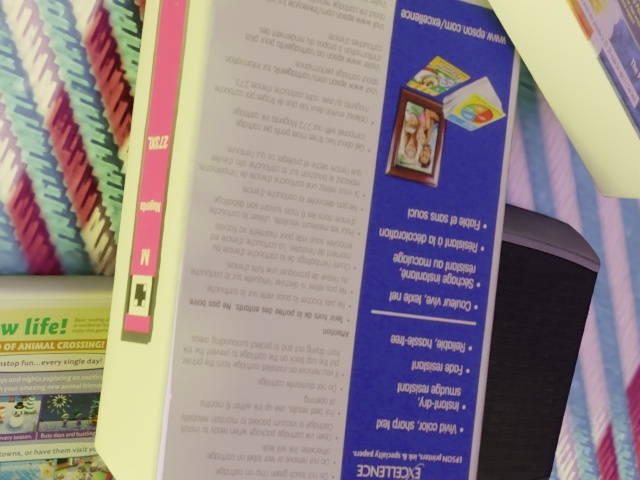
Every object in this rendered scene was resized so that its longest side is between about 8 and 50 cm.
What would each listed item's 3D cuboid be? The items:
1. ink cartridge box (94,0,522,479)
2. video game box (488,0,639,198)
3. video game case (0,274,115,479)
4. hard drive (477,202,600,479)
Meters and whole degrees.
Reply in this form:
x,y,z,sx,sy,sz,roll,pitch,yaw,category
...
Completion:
x,y,z,sx,sy,sz,roll,pitch,yaw,category
0.000,0.000,0.707,0.176,0.069,0.370,9,84,-36,ink cartridge box
0.149,-0.153,0.766,0.205,0.048,0.187,51,53,-42,video game box
-0.189,0.108,0.726,0.212,0.023,0.193,1,110,-32,video game case
0.036,0.056,0.822,0.255,0.054,0.172,8,98,-35,hard drive
